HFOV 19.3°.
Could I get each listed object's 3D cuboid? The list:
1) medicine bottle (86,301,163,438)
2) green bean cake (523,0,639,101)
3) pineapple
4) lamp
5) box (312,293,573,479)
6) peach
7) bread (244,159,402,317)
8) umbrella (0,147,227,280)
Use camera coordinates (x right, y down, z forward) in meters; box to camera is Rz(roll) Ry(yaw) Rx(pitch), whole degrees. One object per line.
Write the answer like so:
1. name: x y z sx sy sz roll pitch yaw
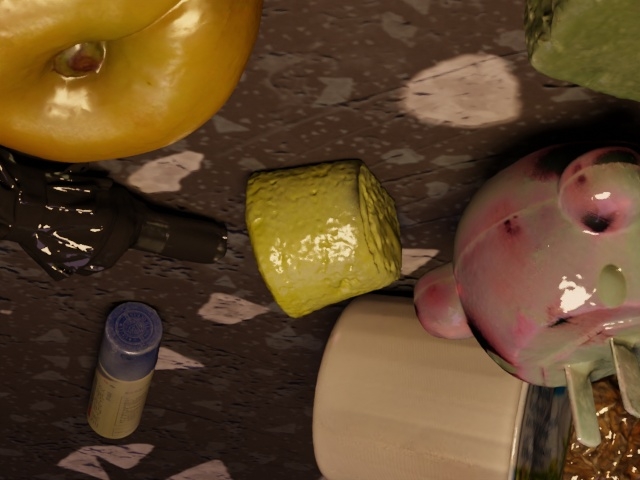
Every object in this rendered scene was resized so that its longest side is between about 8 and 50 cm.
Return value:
1. medicine bottle: -0.197 0.133 1.882 0.059 0.059 0.231 7 152 -8
2. green bean cake: 0.255 -0.181 1.154 0.222 0.125 0.227 14 149 -16
3. pineapple: 0.271 0.216 1.891 0.166 0.166 0.193 -2 165 10
4. lamp: 0.245 0.049 1.479 0.301 0.247 0.247 16 146 -33
5. box: 0.111 0.175 1.717 0.206 0.291 0.262 10 176 20
6. peach: -0.157 -0.155 1.228 0.251 0.153 0.251 -10 146 -7
7. bread: 0.000 0.000 1.561 0.114 0.111 0.129 -16 153 18
8. umbrella: -0.226 -0.025 1.548 0.340 0.118 0.118 11 154 -35
